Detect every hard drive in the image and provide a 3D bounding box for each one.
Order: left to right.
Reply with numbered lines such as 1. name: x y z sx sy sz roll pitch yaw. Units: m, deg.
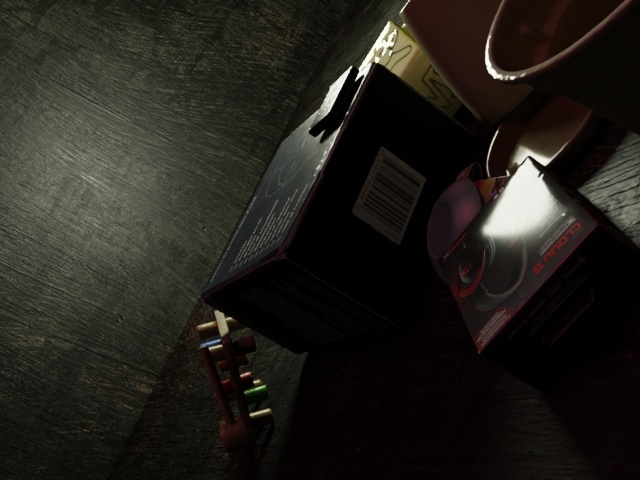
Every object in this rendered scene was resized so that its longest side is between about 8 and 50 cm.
1. hard drive: 0.027 -0.280 1.455 0.094 0.022 0.135 -30 31 58

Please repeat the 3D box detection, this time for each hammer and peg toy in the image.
1. hammer and peg toy: -0.194 0.318 1.666 0.361 0.128 0.265 -140 37 -74

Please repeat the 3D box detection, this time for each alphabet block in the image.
1. alphabet block: 0.212 -0.366 1.696 0.197 0.194 0.192 -55 37 23

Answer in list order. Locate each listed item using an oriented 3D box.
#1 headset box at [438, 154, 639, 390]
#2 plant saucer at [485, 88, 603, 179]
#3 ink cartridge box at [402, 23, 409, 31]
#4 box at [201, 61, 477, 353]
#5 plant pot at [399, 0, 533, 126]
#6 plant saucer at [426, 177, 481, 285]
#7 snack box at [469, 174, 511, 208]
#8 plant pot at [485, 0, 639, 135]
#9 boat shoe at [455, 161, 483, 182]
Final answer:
1. headset box: 0.292 0.039 0.968 0.218 0.110 0.293 -52 17 19
2. plant saucer: 0.391 -0.199 1.236 0.278 0.041 0.277 -51 18 24
3. ink cartridge box: 0.341 -0.579 1.794 0.234 0.193 0.088 -64 19 -15
4. box: 0.028 -0.044 1.566 0.472 0.297 0.479 -25 36 59
5. plant pot: 0.298 -0.406 1.386 0.256 0.274 0.256 -52 7 8
6. plant saucer: 0.225 -0.017 1.268 0.195 0.038 0.194 -174 90 -76
7. snack box: 0.296 -0.053 1.192 0.141 0.037 0.100 174 97 -71
8. plant pot: 0.405 -0.229 0.769 0.333 0.306 0.333 -52 17 22
9. boat shoe: 0.287 -0.099 1.341 0.048 0.056 0.153 -56 8 26
